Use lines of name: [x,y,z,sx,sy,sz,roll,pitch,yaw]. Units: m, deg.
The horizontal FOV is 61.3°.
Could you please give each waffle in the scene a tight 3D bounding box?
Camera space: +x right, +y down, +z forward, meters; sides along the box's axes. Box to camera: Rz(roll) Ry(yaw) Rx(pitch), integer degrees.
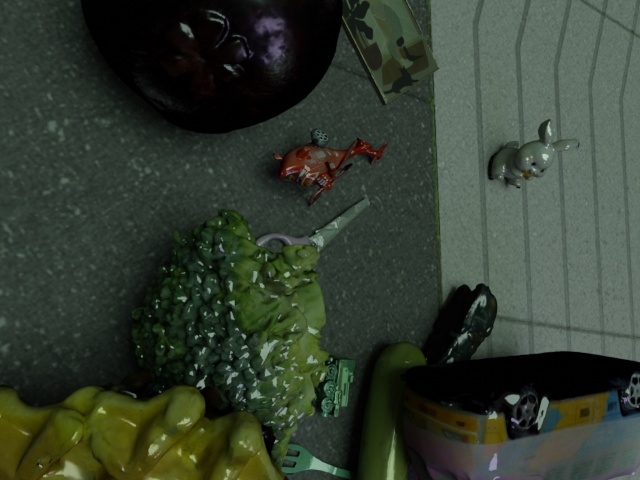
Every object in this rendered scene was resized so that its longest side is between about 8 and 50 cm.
waffle: [-0.193,0.294,0.481,0.382,0.095,0.380,-11,110,5]

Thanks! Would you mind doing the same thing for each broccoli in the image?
broccoli: [-0.070,0.116,0.598,0.245,0.288,0.248,-19,60,-39]

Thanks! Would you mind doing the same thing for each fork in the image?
fork: [0.031,0.327,0.755,0.235,0.021,0.039,28,78,-28]

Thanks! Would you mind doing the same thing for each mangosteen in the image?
mangosteen: [-0.112,-0.270,0.580,0.233,0.287,0.288,34,65,-67]

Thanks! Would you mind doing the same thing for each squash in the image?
squash: [0.099,0.264,0.752,0.083,0.083,0.250,21,71,-28]

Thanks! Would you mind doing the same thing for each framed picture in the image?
framed picture: [0.098,-0.328,0.831,0.136,0.010,0.201,-37,107,-26]

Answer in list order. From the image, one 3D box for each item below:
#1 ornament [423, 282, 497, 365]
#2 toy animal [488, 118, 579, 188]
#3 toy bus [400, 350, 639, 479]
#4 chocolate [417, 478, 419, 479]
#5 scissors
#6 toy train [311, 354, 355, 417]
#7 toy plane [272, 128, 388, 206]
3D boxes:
ornament: [0.275,0.205,0.874,0.236,0.080,0.202,40,72,-20]
toy animal: [0.352,-0.137,0.909,0.071,0.124,0.085,31,71,-21]
toy bus: [0.285,0.250,0.731,0.386,0.171,0.163,3,88,-31]
chocolate: [0.167,0.351,0.752,0.219,0.085,0.086,-16,97,-58]
scissors: [0.000,0.000,0.750,0.212,0.021,0.110,-39,109,-25]
toy train: [0.018,0.200,0.745,0.053,0.033,0.083,9,83,-34]
toy plane: [0.020,-0.115,0.726,0.194,0.126,0.077,-35,77,-26]
